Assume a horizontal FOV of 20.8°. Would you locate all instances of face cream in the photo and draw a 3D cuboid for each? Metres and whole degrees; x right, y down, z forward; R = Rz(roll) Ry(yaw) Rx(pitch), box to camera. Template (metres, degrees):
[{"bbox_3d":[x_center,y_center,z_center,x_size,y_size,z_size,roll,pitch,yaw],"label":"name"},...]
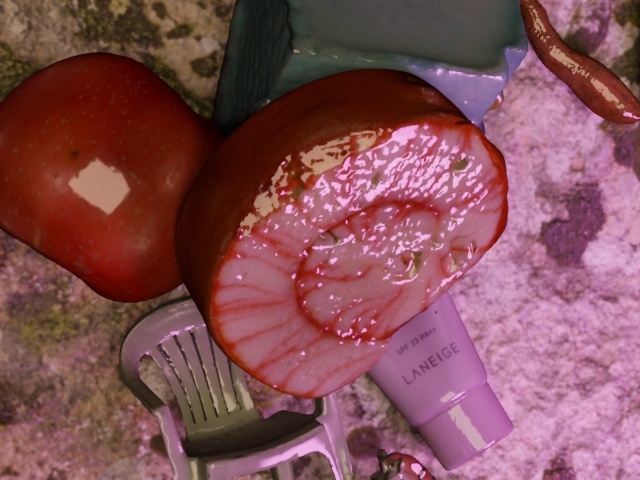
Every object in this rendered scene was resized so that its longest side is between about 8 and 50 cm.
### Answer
[{"bbox_3d":[0.102,0.113,1.900,0.154,0.096,0.274,-33,86,-1],"label":"face cream"}]

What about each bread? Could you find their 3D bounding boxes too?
[{"bbox_3d":[0.018,-0.013,1.681,0.327,0.114,0.295,-42,136,7],"label":"bread"}]

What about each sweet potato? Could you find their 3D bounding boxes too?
[{"bbox_3d":[0.270,-0.204,1.908,0.050,0.050,0.214,-45,93,-2],"label":"sweet potato"}]

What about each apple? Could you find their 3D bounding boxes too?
[{"bbox_3d":[-0.212,-0.065,1.746,0.260,0.260,0.216,37,86,-9],"label":"apple"}]

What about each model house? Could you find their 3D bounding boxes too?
[{"bbox_3d":[0.041,-0.183,1.825,0.280,0.249,0.230,6,54,-19],"label":"model house"}]

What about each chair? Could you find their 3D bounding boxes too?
[{"bbox_3d":[-0.091,0.206,1.831,0.203,0.190,0.275,-13,102,-23],"label":"chair"}]

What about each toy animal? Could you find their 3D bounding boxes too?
[{"bbox_3d":[0.125,0.332,1.860,0.090,0.255,0.170,6,75,33],"label":"toy animal"}]
